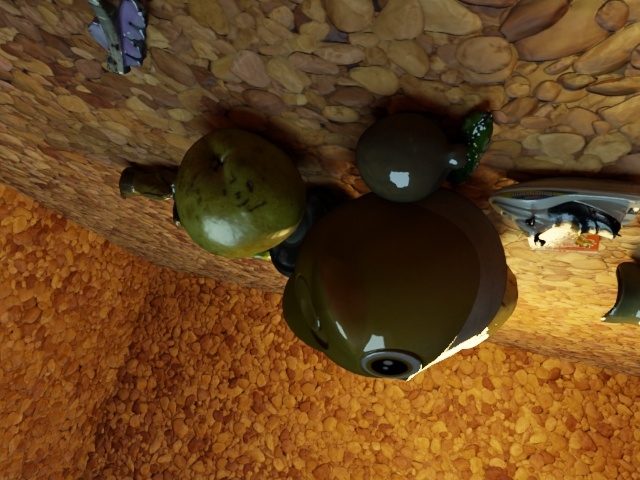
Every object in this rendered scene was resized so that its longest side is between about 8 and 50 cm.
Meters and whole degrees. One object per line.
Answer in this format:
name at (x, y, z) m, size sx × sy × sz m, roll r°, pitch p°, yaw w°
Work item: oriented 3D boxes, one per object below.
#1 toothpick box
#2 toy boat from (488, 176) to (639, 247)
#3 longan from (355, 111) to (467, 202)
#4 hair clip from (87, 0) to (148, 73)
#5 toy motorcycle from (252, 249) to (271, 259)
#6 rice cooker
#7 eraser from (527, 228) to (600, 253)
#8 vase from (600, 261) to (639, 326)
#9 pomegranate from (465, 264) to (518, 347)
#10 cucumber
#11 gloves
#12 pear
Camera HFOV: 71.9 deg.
toothpick box at (0.152, 0.095, 0.976) m, size 0.424 × 0.410 × 0.409 m, roll -18°, pitch 175°, yaw -22°
toy boat at (0.486, -0.056, 0.888) m, size 0.269 × 0.141 × 0.141 m, roll -6°, pitch 157°, yaw 19°
longan at (0.166, -0.149, 0.808) m, size 0.204 × 0.159 × 0.184 m, roll 2°, pitch 167°, yaw 33°
hair clip at (-0.343, -0.357, 0.737) m, size 0.106 × 0.085 × 0.292 m, roll 15°, pitch 170°, yaw -17°
toy motorcycle at (-0.157, -0.030, 1.491) m, size 0.199 × 0.192 × 0.326 m, roll 8°, pitch 176°, yaw 35°
rice cooker at (0.000, 0.000, 1.275) m, size 0.316 × 0.265 × 0.317 m, roll 8°, pitch 163°, yaw 3°
eraser at (0.580, -0.025, 1.060) m, size 0.157 × 0.038 × 0.230 m, roll 5°, pitch 161°, yaw 32°
vase at (0.931, 0.171, 1.139) m, size 0.302 × 0.241 × 0.329 m, roll 17°, pitch -165°, yaw 38°
pomegranate at (0.408, 0.153, 1.293) m, size 0.331 × 0.333 × 0.333 m, roll 14°, pitch 164°, yaw 4°
cucumber at (0.272, -0.170, 0.820) m, size 0.069 × 0.069 × 0.227 m, roll 13°, pitch 159°, yaw 6°
gloves at (-0.500, -0.156, 1.422) m, size 0.330 × 0.141 × 0.154 m, roll 19°, pitch 140°, yaw 23°
pear at (-0.191, -0.118, 1.034) m, size 0.303 × 0.304 × 0.304 m, roll 14°, pitch 164°, yaw 4°
